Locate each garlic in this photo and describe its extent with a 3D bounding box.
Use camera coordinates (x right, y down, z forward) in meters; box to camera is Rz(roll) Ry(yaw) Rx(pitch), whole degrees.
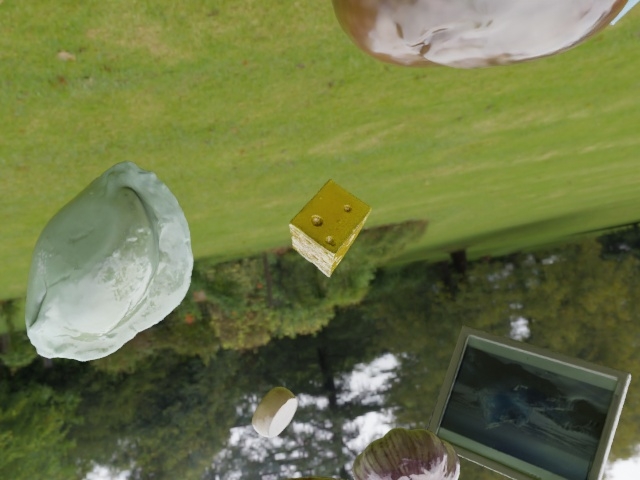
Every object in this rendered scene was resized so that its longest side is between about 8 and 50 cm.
[{"bbox_3d":[0.132,0.348,1.051,0.159,0.147,0.102,19,-162,-21],"label":"garlic"}]

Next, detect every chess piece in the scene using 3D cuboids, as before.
[{"bbox_3d":[-0.074,0.278,1.147,0.038,0.084,0.083,32,-167,25],"label":"chess piece"}]

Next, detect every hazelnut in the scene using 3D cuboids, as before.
[{"bbox_3d":[0.171,-0.336,0.792,0.372,0.372,0.315,-12,132,21],"label":"hazelnut"}]

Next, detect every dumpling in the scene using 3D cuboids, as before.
[{"bbox_3d":[-0.380,0.050,1.252,0.320,0.270,0.212,-44,-176,9],"label":"dumpling"}]

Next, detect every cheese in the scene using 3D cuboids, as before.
[{"bbox_3d":[0.000,0.000,1.229,0.126,0.093,0.171,-50,172,-33],"label":"cheese"}]

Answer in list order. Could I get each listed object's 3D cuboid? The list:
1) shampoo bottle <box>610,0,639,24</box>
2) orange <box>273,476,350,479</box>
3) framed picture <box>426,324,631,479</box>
[{"bbox_3d":[0.674,-0.570,1.464,0.258,0.104,0.061,-41,152,17],"label":"shampoo bottle"},{"bbox_3d":[-0.045,0.331,0.647,0.248,0.183,0.249,-10,151,-6],"label":"orange"},{"bbox_3d":[0.488,0.411,1.728,0.446,0.326,0.028,12,169,41],"label":"framed picture"}]
